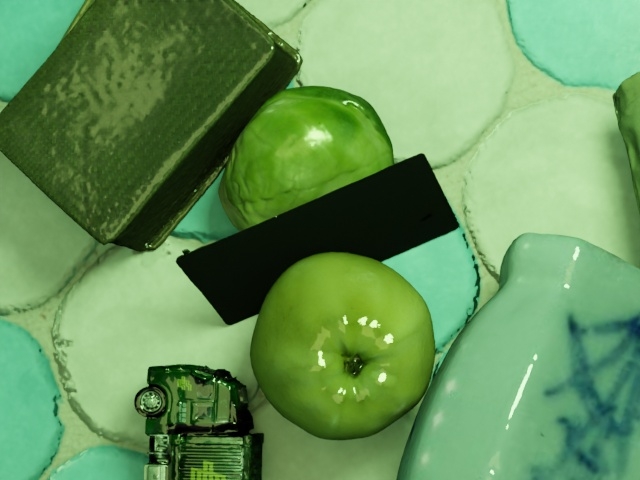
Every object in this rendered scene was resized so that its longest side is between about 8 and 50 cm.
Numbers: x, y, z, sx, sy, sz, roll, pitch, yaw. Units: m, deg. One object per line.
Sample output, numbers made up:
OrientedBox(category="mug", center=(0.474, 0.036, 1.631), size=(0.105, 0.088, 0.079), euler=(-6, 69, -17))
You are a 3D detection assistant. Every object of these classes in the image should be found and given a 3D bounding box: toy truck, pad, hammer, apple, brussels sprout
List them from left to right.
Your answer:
OrientedBox(category="hammer", center=(-0.297, -0.184, 1.925), size=(0.060, 0.028, 0.195), euler=(30, 86, 16))
OrientedBox(category="toy truck", center=(-0.123, 0.255, 1.829), size=(0.121, 0.088, 0.259), euler=(0, 86, 9))
OrientedBox(category="brussels sprout", center=(-0.018, -0.081, 1.821), size=(0.183, 0.131, 0.145), euler=(-13, 128, 3))
OrientedBox(category="pad", center=(0.000, 0.000, 1.804), size=(0.265, 0.159, 0.009), euler=(-23, 57, 6))
OrientedBox(category="apple", center=(0.024, 0.106, 1.776), size=(0.200, 0.200, 0.200), euler=(-1, 85, 8))

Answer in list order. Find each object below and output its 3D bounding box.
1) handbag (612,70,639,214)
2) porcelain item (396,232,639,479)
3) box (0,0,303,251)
OrientedBox(category="handbag", center=(0.448, -0.080, 1.755), size=(0.315, 0.109, 0.253), euler=(-17, 73, -6))
OrientedBox(category="porcelain item", center=(0.196, 0.208, 1.708), size=(0.242, 0.178, 0.405), euler=(26, 73, -24))
OrientedBox(category="box", center=(-0.173, -0.143, 1.842), size=(0.184, 0.143, 0.273), euler=(41, 93, 9))
